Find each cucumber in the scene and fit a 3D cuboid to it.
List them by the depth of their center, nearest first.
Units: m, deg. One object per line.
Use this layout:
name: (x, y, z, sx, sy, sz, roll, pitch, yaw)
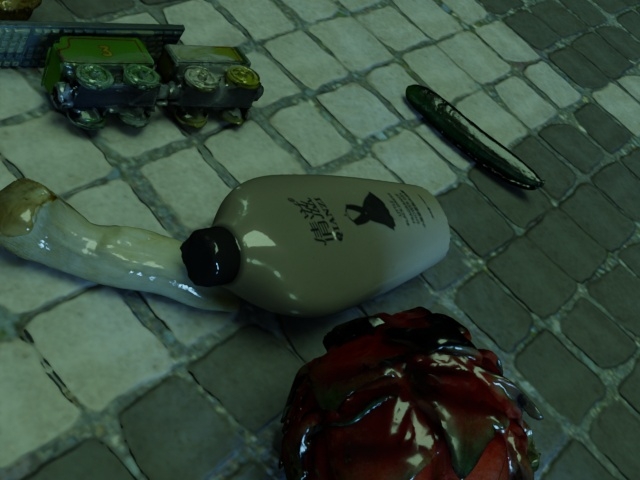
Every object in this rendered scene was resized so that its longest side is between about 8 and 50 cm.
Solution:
cucumber: (0.163, -0.110, 0.960, 0.184, 0.033, 0.036, 41, 68, 9)

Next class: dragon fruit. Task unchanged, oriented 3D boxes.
dragon fruit: (0.057, 0.139, 0.573, 0.182, 0.182, 0.188, -13, 58, -38)

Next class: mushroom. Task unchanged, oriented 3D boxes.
mushroom: (-0.146, 0.008, 0.659, 0.202, 0.054, 0.059, 22, 50, -20)

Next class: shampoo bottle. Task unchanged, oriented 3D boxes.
shampoo bottle: (0.000, 0.000, 0.714, 0.257, 0.078, 0.127, -11, 66, -44)

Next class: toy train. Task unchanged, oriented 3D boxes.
toy train: (-0.145, -0.142, 0.786, 0.202, 0.060, 0.081, -8, 51, -37)

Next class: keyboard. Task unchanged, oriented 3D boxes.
keyboard: (-0.208, -0.174, 0.782, 0.176, 0.055, 0.014, -9, 68, -36)

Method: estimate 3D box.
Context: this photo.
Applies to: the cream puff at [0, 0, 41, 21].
cream puff: (-0.304, -0.235, 0.744, 0.144, 0.103, 0.126, 31, 41, -11)
